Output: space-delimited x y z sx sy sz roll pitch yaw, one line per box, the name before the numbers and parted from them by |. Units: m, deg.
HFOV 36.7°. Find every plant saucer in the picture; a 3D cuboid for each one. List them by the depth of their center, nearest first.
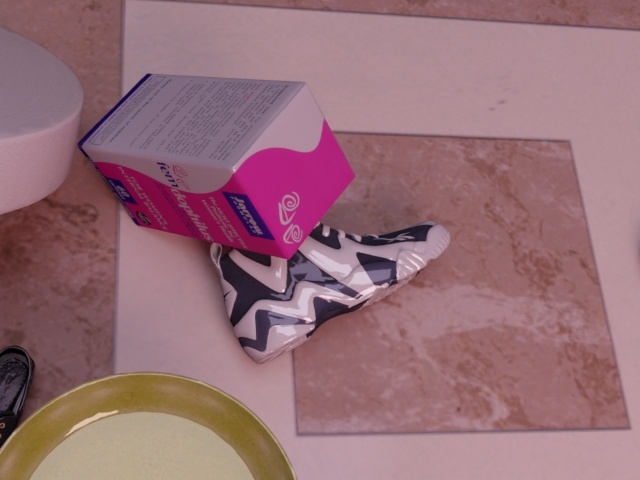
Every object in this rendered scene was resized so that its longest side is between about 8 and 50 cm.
plant saucer | -0.132 0.216 0.715 0.241 0.037 0.240 5 62 -10

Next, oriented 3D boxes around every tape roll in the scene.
tape roll | -0.397 -0.130 0.806 0.392 0.072 0.392 15 23 -6

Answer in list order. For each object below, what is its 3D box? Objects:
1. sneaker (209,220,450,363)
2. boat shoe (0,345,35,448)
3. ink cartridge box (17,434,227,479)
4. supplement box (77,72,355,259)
sneaker | 0.000 0.000 0.930 0.235 0.094 0.153 -29 81 -12
boat shoe | -0.283 0.153 0.829 0.049 0.042 0.133 17 63 -5
ink cartridge box | -0.176 0.285 0.749 0.172 0.100 0.237 10 62 -6
supplement box | -0.096 -0.073 0.875 0.220 0.111 0.114 10 52 42
